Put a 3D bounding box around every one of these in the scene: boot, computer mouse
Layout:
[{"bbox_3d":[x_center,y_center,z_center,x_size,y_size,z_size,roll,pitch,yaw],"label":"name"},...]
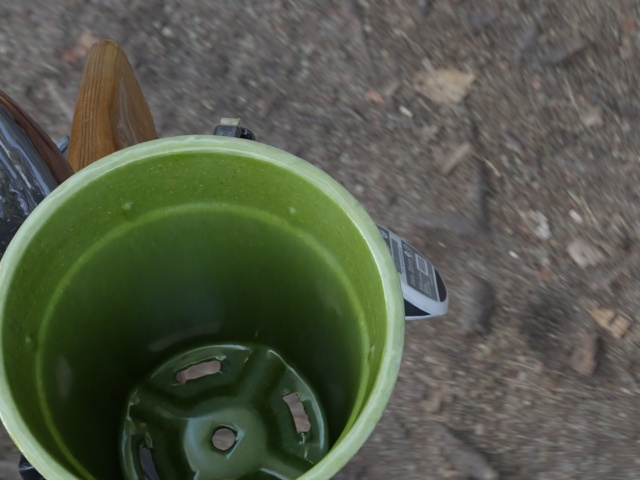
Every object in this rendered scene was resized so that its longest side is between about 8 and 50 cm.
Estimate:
[{"bbox_3d":[-0.115,-0.027,0.965,0.096,0.280,0.264,-19,122,18],"label":"boot"},{"bbox_3d":[0.000,0.000,1.212,0.193,0.106,0.042,36,112,-18],"label":"computer mouse"}]

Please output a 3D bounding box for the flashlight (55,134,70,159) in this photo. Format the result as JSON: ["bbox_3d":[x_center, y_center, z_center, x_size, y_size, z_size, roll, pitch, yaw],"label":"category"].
[{"bbox_3d":[-0.133,-0.002,1.593,0.103,0.304,0.103,6,74,17],"label":"flashlight"}]

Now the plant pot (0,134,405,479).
[{"bbox_3d":[-0.024,0.032,0.410,0.083,0.079,0.083,-1,65,2],"label":"plant pot"}]
